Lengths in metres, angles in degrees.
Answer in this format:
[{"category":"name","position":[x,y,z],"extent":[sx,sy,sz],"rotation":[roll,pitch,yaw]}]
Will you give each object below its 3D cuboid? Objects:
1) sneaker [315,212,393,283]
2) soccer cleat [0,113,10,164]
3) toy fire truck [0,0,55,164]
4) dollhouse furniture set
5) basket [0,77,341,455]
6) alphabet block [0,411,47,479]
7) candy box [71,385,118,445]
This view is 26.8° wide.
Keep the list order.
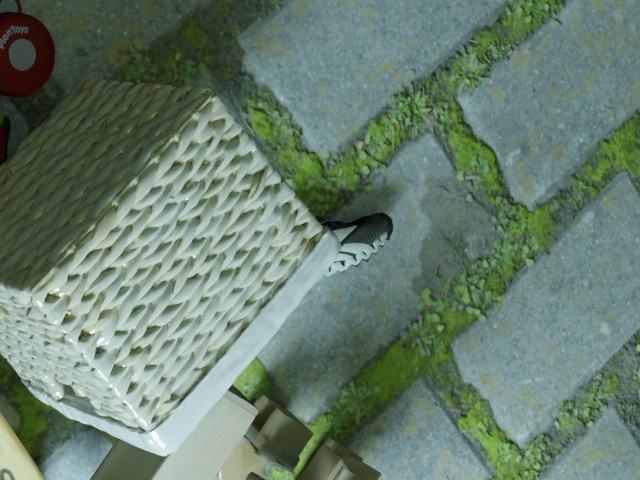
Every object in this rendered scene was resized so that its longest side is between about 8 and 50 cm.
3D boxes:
[{"category":"sneaker","position":[0.000,0.000,1.909],"extent":[0.234,0.078,0.106],"rotation":[-29,107,-21]},{"category":"soccer cleat","position":[-0.423,-0.073,1.708],"extent":[0.072,0.060,0.179],"rotation":[20,90,-36]},{"category":"toy fire truck","position":[-0.481,-0.206,1.566],"extent":[0.254,0.169,0.302],"rotation":[37,74,-43]},{"category":"dollhouse furniture set","position":[-0.078,0.360,1.721],"extent":[0.394,0.362,0.256],"rotation":[36,87,-26]},{"category":"basket","position":[-0.226,0.018,1.532],"extent":[0.331,0.328,0.266],"rotation":[-51,124,-20]},{"category":"alphabet block","position":[-0.441,0.319,1.638],"extent":[0.192,0.193,0.197],"rotation":[-36,108,-19]},{"category":"candy box","position":[-0.287,0.103,1.763],"extent":[0.183,0.087,0.316],"rotation":[-42,109,-19]}]
